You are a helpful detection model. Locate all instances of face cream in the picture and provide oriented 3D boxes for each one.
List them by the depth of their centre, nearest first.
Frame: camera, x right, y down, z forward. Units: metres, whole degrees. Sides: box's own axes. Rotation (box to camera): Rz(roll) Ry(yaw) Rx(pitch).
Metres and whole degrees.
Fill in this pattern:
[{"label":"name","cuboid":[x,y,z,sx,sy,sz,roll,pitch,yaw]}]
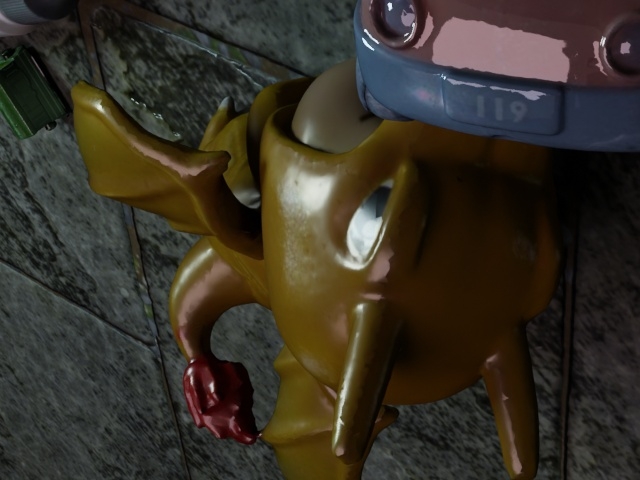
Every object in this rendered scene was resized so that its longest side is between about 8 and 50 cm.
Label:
[{"label":"face cream","cuboid":[-0.316,-0.233,1.435,0.311,0.092,0.092,5,128,48]}]

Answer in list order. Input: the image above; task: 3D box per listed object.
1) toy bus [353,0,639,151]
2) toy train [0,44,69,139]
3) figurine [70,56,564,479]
[{"label":"toy bus","cuboid":[0.140,-0.183,0.793,0.197,0.294,0.231,12,123,23]},{"label":"toy train","cuboid":[-0.298,-0.147,1.538,0.038,0.056,0.093,-5,121,49]},{"label":"figurine","cuboid":[0.021,0.027,1.167,0.387,0.268,0.401,11,123,61]}]
